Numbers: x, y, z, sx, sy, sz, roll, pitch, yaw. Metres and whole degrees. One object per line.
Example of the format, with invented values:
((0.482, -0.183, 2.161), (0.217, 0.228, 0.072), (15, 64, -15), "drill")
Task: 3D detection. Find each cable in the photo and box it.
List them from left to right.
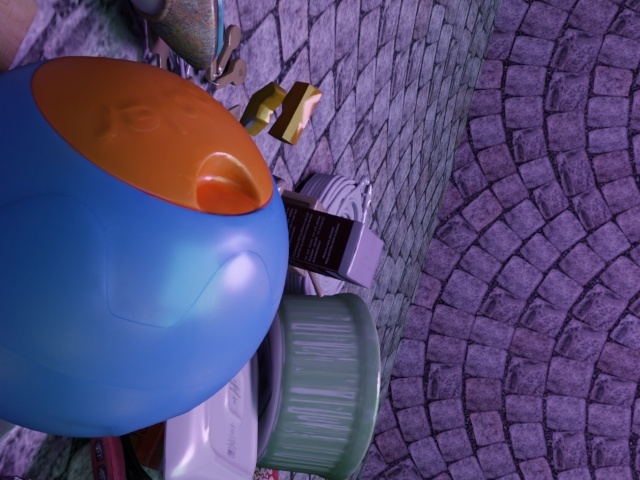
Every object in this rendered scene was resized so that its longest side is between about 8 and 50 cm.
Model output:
((0.000, 0.000, 1.379), (0.257, 0.089, 0.257), (-23, 128, -66), "cable")

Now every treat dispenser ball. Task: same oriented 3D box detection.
((-0.169, 0.004, 0.572), (0.288, 0.288, 0.288), (17, 90, -72), "treat dispenser ball")

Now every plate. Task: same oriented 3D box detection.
((-0.132, 0.203, 0.986), (0.277, 0.045, 0.277), (67, 20, -61), "plate")

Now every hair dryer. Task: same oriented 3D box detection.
((-0.233, 0.279, 0.797), (0.080, 0.223, 0.293), (-32, -174, 5), "hair dryer")

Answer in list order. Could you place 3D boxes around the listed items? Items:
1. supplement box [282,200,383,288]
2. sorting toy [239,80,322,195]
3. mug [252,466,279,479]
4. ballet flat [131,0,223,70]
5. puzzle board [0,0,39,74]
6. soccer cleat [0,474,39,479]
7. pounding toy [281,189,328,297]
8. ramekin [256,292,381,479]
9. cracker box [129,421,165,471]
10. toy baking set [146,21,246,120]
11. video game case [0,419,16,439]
((-0.048, -0.008, 0.987), (0.130, 0.240, 0.073), (35, 71, -71), "supplement box")
((-0.120, -0.038, 0.785), (0.041, 0.229, 0.307), (27, 90, -35), "sorting toy")
((-0.136, 0.409, 1.260), (0.113, 0.150, 0.169), (-47, 150, -13), "mug")
((-0.158, -0.308, 0.641), (0.123, 0.123, 0.348), (-52, 152, -48), "ballet flat")
((-0.273, -0.174, 0.560), (0.096, 0.011, 0.128), (-68, 160, -11), "puzzle board")
((-0.345, 0.308, 0.664), (0.116, 0.108, 0.318), (-46, 173, 9), "soccer cleat")
((-0.049, 0.000, 1.149), (0.100, 0.141, 0.130), (50, 58, -69), "pounding toy")
((-0.032, 0.227, 1.193), (0.303, 0.148, 0.303), (-171, -90, -71), "ramekin")
((-0.195, 0.257, 1.068), (0.232, 0.067, 0.155), (63, 46, -62), "cracker box")
((-0.155, -0.176, 0.878), (0.256, 0.030, 0.196), (0, 103, -71), "toy baking set")
((-0.265, 0.140, 0.710), (0.143, 0.019, 0.157), (-37, -171, 40), "video game case")
